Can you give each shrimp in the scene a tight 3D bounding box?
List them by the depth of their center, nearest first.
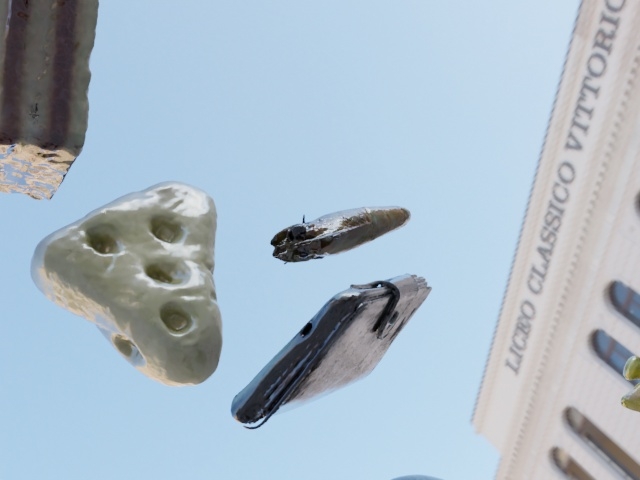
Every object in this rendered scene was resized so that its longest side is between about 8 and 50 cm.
[{"bbox_3d":[0.000,0.000,1.102,0.169,0.058,0.296,-24,-7,38],"label":"shrimp"}]

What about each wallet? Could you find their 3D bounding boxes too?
[{"bbox_3d":[0.034,0.107,0.893,0.172,0.045,0.318,-50,-16,12],"label":"wallet"}]

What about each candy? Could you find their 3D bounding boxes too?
[{"bbox_3d":[-0.325,-0.221,0.924,0.135,0.179,0.320,9,-105,-24],"label":"candy"}]

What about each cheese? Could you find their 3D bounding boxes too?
[{"bbox_3d":[-0.251,0.049,1.416,0.328,0.351,0.129,-46,-16,-41],"label":"cheese"}]

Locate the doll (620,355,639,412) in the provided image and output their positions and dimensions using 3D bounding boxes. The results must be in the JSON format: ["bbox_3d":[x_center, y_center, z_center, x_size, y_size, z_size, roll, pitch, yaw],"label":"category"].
[{"bbox_3d":[0.359,0.181,0.662,0.117,0.291,0.086,-26,-42,-11],"label":"doll"}]

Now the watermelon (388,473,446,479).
[{"bbox_3d":[0.132,0.403,1.072,0.188,0.214,0.188,-9,-55,-13],"label":"watermelon"}]
